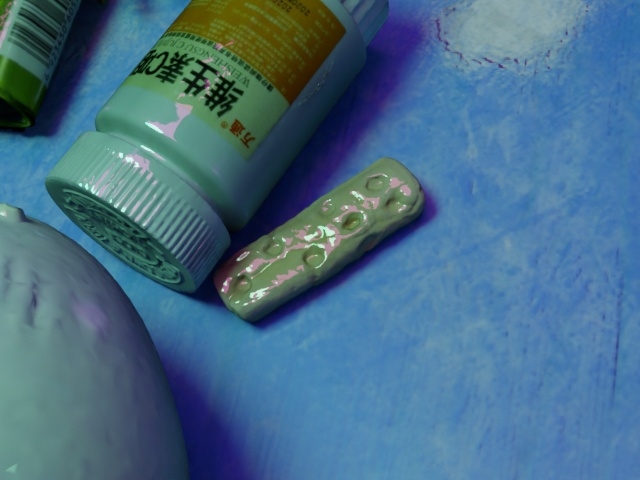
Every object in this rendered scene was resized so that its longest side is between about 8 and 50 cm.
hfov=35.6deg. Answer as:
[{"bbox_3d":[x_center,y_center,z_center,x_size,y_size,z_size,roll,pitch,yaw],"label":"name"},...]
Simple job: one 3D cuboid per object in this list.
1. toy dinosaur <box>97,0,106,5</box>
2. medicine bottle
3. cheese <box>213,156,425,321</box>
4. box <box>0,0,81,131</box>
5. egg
[{"bbox_3d":[-0.166,-0.330,1.061,0.200,0.072,0.251,-36,57,-13],"label":"toy dinosaur"},{"bbox_3d":[-0.079,-0.124,0.867,0.158,0.158,0.318,26,69,25],"label":"medicine bottle"},{"bbox_3d":[0.000,0.000,0.843,0.194,0.043,0.065,-32,57,-6],"label":"cheese"},{"bbox_3d":[-0.299,-0.282,1.014,0.134,0.097,0.345,3,69,35],"label":"box"},{"bbox_3d":[-0.259,0.129,0.667,0.355,0.354,0.339,-9,43,9],"label":"egg"}]
